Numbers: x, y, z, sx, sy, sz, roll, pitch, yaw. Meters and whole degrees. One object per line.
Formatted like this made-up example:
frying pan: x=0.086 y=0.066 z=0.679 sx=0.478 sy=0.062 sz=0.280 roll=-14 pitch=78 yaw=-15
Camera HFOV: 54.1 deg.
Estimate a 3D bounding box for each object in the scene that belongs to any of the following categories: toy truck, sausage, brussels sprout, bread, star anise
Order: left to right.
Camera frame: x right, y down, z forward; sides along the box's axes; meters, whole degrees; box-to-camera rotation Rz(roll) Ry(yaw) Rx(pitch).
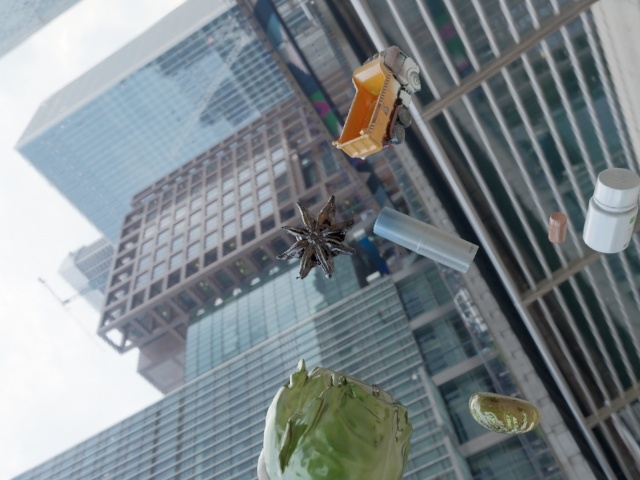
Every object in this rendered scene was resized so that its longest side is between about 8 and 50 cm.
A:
star anise: x=0.000 y=0.000 z=1.841 sx=0.102 sy=0.272 sz=0.272 roll=34 pitch=-152 yaw=-58
brussels sprout: x=0.030 y=0.501 z=1.487 sx=0.342 sy=0.361 sz=0.425 roll=19 pitch=170 yaw=16
toy truck: x=0.129 y=-0.303 z=1.391 sx=0.135 sy=0.114 sz=0.270 roll=36 pitch=-121 yaw=-31
bread: x=0.511 y=0.485 z=1.746 sx=0.213 sy=0.213 sz=0.105 roll=40 pitch=-123 yaw=-60
sausage: x=0.480 y=-0.024 z=1.268 sx=0.083 sy=0.034 sz=0.034 roll=67 pitch=-178 yaw=-51

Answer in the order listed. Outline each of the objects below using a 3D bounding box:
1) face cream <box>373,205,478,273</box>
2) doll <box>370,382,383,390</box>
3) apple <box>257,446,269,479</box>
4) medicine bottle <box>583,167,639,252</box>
face cream: x=0.258 y=-0.002 z=1.544 sx=0.250 sy=0.077 sz=0.077 roll=26 pitch=-176 yaw=14
doll: x=0.147 y=0.516 z=1.941 sx=0.102 sy=0.179 sz=0.089 roll=30 pitch=-154 yaw=33
apple: x=-0.082 y=0.745 z=2.042 sx=0.246 sy=0.246 sz=0.226 roll=54 pitch=-163 yaw=-32
medicine bottle: x=0.875 y=-0.090 z=1.881 sx=0.139 sy=0.139 sz=0.237 roll=-105 pitch=4 yaw=-52
